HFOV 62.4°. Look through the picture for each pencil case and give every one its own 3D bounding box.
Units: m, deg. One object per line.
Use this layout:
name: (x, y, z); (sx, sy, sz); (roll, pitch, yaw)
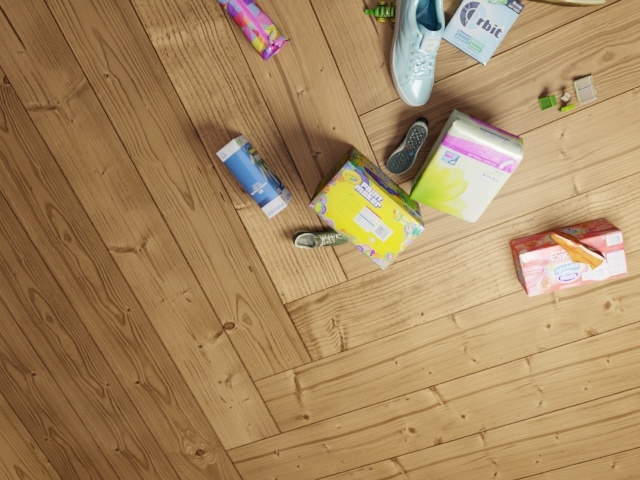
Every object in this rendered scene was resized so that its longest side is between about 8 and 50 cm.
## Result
pencil case: (-0.198, -0.644, 1.550); (0.104, 0.104, 0.236); (-38, 100, 16)

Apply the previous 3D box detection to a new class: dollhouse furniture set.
dollhouse furniture set: (0.732, -0.425, 1.563); (0.152, 0.058, 0.076); (-21, 98, -7)

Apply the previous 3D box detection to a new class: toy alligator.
toy alligator: (0.222, -0.658, 1.523); (0.190, 0.051, 0.056); (4, 109, 5)

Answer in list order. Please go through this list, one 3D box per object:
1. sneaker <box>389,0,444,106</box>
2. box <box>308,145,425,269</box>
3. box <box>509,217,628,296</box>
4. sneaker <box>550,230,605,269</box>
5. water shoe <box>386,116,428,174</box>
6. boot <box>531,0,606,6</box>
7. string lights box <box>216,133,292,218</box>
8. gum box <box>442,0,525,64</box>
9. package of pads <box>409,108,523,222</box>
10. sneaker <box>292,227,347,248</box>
sneaker: (0.275, -0.548, 1.477); (0.135, 0.150, 0.365); (-12, 118, -7)
box: (0.141, -0.108, 1.598); (0.290, 0.279, 0.177); (40, 108, -8)
box: (0.771, 0.053, 1.656); (0.300, 0.142, 0.154); (-15, 106, 11)
sneaker: (0.743, 0.031, 1.545); (0.175, 0.064, 0.067); (32, 118, -1)
water shoe: (0.277, -0.289, 1.635); (0.073, 0.080, 0.203); (33, 134, -2)
boot: (0.662, -0.748, 1.427); (0.262, 0.095, 0.203); (12, 108, 6)
string lights box: (-0.205, -0.205, 1.679); (0.077, 0.133, 0.259); (-36, 102, 15)
gum box: (0.460, -0.626, 1.514); (0.157, 0.041, 0.184); (31, 110, -4)
package of pads: (0.425, -0.206, 1.546); (0.229, 0.101, 0.296); (22, 134, -4)
sneaker: (0.000, 0.000, 1.751); (0.192, 0.086, 0.064); (0, 108, 6)
